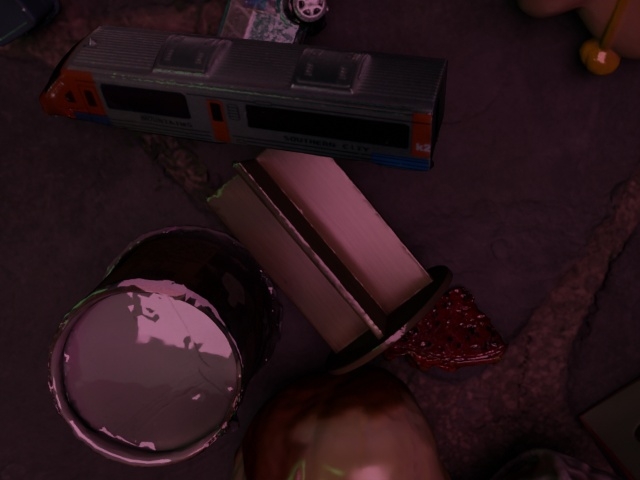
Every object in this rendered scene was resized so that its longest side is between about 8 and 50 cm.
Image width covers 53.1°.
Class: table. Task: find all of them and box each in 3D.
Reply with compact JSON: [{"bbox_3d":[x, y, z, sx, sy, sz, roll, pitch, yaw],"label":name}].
[{"bbox_3d":[0.000,0.000,0.666,0.167,0.167,0.227,-40,93,4],"label":"table"}]

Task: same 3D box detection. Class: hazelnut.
[{"bbox_3d":[0.039,0.250,0.685,0.261,0.241,0.261,10,120,17],"label":"hazelnut"}]

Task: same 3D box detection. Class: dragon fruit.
[{"bbox_3d":[0.139,0.124,0.747,0.131,0.063,0.097,-24,63,-2],"label":"dragon fruit"}]

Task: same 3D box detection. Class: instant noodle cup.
[{"bbox_3d":[-0.151,0.102,0.650,0.217,0.207,0.217,0,98,0],"label":"instant noodle cup"}]

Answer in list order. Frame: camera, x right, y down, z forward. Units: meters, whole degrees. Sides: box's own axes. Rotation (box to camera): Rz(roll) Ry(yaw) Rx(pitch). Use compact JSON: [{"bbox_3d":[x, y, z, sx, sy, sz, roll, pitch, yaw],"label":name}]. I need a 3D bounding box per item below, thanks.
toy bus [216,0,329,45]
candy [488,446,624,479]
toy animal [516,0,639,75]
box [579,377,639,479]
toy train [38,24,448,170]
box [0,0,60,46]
[{"bbox_3d":[-0.022,-0.298,0.654,0.109,0.091,0.262,19,96,2],"label":"toy bus"},{"bbox_3d":[0.217,0.350,0.683,0.157,0.214,0.289,23,126,-3],"label":"candy"},{"bbox_3d":[0.295,-0.270,0.644,0.248,0.149,0.165,25,82,-17],"label":"toy animal"},{"bbox_3d":[0.513,0.276,0.644,0.300,0.314,0.312,-35,98,6],"label":"box"},{"bbox_3d":[-0.088,-0.146,0.610,0.409,0.086,0.089,11,141,14],"label":"toy train"},{"bbox_3d":[-0.323,-0.248,0.643,0.074,0.054,0.099,-24,128,17],"label":"box"}]
